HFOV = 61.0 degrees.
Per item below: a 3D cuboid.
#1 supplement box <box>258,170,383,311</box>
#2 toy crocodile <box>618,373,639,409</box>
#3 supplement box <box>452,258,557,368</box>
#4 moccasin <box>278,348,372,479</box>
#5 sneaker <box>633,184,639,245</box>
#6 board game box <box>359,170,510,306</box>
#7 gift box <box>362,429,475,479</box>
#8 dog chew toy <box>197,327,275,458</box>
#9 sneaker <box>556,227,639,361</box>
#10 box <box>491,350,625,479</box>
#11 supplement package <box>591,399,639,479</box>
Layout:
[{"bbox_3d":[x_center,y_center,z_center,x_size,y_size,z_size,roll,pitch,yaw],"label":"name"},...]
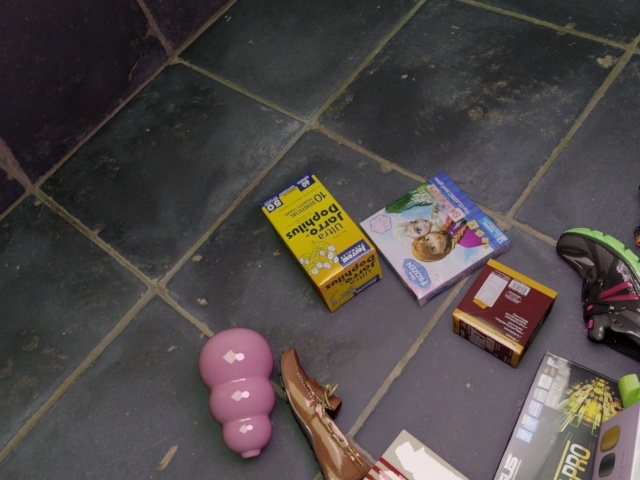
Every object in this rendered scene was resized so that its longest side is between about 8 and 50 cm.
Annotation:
[{"bbox_3d":[0.000,0.000,1.632,0.194,0.195,0.356,-34,59,-6],"label":"supplement box"},{"bbox_3d":[0.809,0.357,1.137,0.341,0.105,0.115,12,42,22],"label":"toy crocodile"},{"bbox_3d":[0.481,0.192,1.435,0.191,0.129,0.194,31,72,27],"label":"supplement box"},{"bbox_3d":[0.006,0.444,1.406,0.147,0.139,0.380,-29,58,-4],"label":"moccasin"},{"bbox_3d":[0.909,-0.044,1.483,0.108,0.100,0.271,-7,59,16],"label":"sneaker"},{"bbox_3d":[0.335,-0.013,1.629,0.318,0.066,0.318,-33,58,-5],"label":"board game box"},{"bbox_3d":[0.209,0.627,1.186,0.258,0.255,0.276,30,66,29],"label":"gift box"},{"bbox_3d":[-0.214,0.408,1.457,0.207,0.206,0.331,-16,66,5],"label":"dog chew toy"},{"bbox_3d":[0.733,0.155,1.360,0.202,0.185,0.482,-32,48,9],"label":"sneaker"},{"bbox_3d":[0.599,0.499,1.244,0.319,0.097,0.394,23,70,24],"label":"box"},{"bbox_3d":[0.666,0.456,1.047,0.198,0.262,0.199,15,66,18],"label":"supplement package"}]
